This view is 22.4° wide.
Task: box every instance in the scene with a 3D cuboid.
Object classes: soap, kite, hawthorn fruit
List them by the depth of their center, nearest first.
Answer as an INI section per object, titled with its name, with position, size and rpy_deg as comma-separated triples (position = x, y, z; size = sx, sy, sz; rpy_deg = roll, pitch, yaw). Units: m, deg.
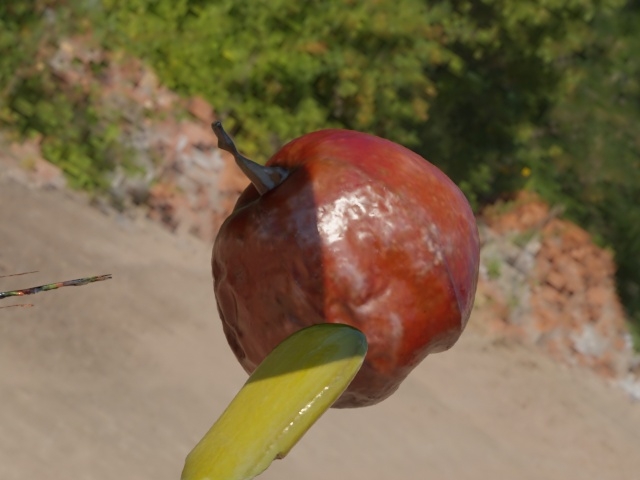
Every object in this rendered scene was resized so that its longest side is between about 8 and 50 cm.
[soap]
position = -0.034, 0.114, 1.087
size = 0.089, 0.168, 0.033
rpy_deg = 1, -49, 55
[hawthorn fruit]
position = 0.000, 0.000, 1.368
size = 0.271, 0.242, 0.242
rpy_deg = 55, 1, -19
[kite]
position = -0.301, 0.053, 1.394
size = 0.244, 0.006, 0.198
rpy_deg = -8, -12, -14
